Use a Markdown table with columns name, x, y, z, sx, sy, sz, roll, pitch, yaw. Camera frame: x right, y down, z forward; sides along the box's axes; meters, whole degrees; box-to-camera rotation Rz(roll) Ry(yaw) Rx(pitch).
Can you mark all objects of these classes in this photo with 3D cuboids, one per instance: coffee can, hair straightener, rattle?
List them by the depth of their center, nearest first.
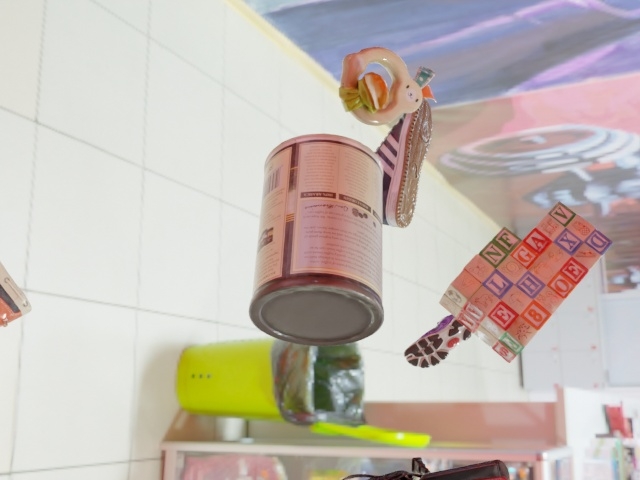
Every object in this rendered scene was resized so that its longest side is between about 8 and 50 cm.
| name | x | y | z | sx | sy | sz | roll | pitch | yaw |
| --- | --- | --- | --- | --- | --- | --- | --- | --- | --- |
| hair straightener | 0.103 | 0.289 | 0.900 | 0.089 | 0.230 | 0.047 | -54 | 126 | -76 |
| coffee can | 0.000 | 0.000 | 1.238 | 0.201 | 0.202 | 0.275 | 51 | 34 | -50 |
| rattle | 0.140 | -0.247 | 1.245 | 0.200 | 0.143 | 0.130 | 5 | 78 | -28 |

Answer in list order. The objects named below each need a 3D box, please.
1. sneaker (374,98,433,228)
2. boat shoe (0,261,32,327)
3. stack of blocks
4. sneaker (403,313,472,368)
| name | x | y | z | sx | sy | sz | roll | pitch | yaw |
| --- | --- | --- | --- | --- | --- | --- | --- | --- | --- |
| sneaker | 0.135 | -0.170 | 1.647 | 0.099 | 0.153 | 0.282 | 22 | 78 | -53 |
| boat shoe | -0.260 | 0.002 | 0.578 | 0.043 | 0.049 | 0.137 | -27 | 98 | -31 |
| stack of blocks | 0.384 | 0.060 | 1.469 | 0.297 | 0.171 | 0.087 | -42 | 164 | -24 |
| sneaker | 0.249 | 0.202 | 1.632 | 0.068 | 0.170 | 0.071 | 57 | 1 | -13 |
